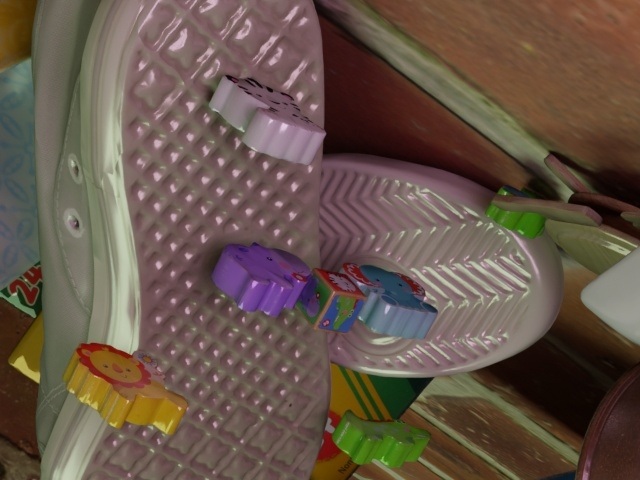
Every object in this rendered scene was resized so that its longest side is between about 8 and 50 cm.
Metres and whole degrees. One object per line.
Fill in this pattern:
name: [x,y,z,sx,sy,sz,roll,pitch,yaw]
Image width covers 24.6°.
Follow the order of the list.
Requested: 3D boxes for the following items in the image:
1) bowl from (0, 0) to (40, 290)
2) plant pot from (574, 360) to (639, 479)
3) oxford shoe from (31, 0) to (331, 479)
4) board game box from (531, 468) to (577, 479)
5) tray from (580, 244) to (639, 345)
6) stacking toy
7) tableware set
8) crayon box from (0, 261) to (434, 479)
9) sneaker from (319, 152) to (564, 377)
bowl: [-0.253,-0.076,0.900,0.156,0.289,0.289,48,169,12]
plant pot: [0.243,0.134,0.729,0.167,0.167,0.165,39,157,-22]
oxford shoe: [-0.086,0.034,0.798,0.130,0.169,0.449,42,136,45]
board game box: [0.124,0.223,1.031,0.302,0.308,0.086,107,151,-76]
tray: [0.244,0.063,0.568,0.270,0.030,0.145,23,157,-5]
stacking toy: [0.003,0.024,0.727,0.221,0.167,0.052,15,-158,-39]
tableware set: [0.175,0.003,0.652,0.128,0.039,0.194,33,171,-26]
crayon box: [-0.093,0.068,1.126,0.318,0.202,0.081,34,-158,-7]
sneaker: [0.000,0.000,0.913,0.350,0.131,0.148,6,-166,31]
